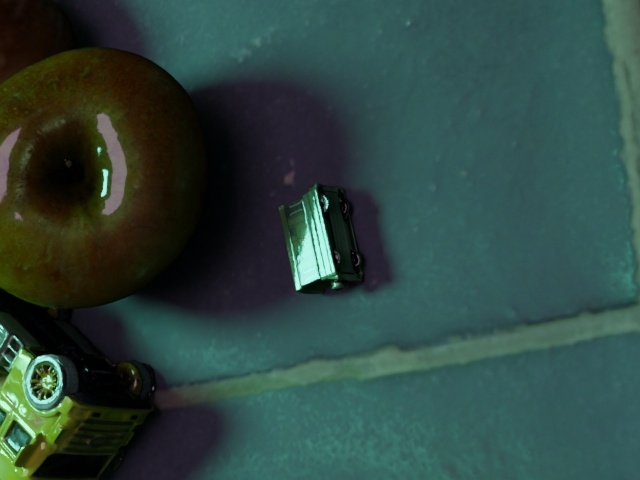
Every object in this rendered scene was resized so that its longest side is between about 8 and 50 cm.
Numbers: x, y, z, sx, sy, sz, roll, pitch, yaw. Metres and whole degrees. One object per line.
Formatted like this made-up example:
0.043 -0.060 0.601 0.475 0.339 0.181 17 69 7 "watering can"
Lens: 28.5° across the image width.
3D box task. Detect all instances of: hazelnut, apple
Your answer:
-0.338 -0.172 1.226 0.214 0.176 0.214 1 73 -2 "hazelnut"
-0.211 -0.054 1.104 0.236 0.207 0.237 0 91 -4 "apple"

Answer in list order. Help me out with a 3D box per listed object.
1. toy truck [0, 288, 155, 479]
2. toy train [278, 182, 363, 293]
-0.292 0.124 1.169 0.272 0.124 0.157 37 102 32 "toy truck"
0.000 0.000 1.053 0.056 0.038 0.093 -24 70 34 "toy train"
